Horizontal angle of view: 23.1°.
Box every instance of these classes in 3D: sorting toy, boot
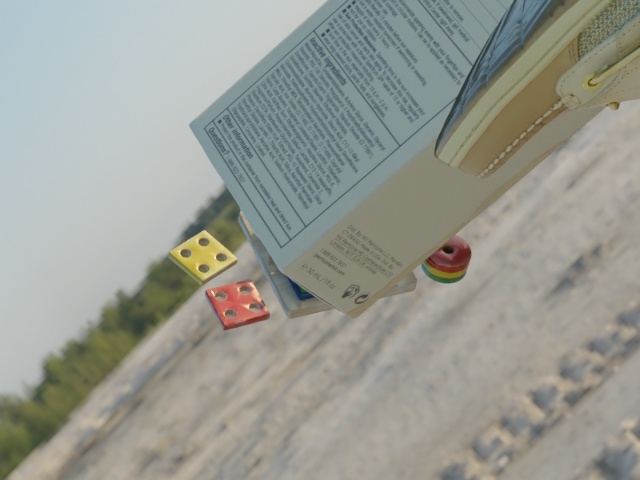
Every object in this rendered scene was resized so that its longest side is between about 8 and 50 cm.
[{"bbox_3d":[0.000,0.000,1.467,0.274,0.132,0.046,-12,-40,-21],"label":"sorting toy"},{"bbox_3d":[0.198,-0.078,0.772,0.262,0.203,0.095,-47,14,37],"label":"boot"}]

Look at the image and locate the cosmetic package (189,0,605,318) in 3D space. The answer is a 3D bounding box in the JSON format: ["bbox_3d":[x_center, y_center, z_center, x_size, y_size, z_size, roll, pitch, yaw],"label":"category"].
[{"bbox_3d":[0.078,-0.111,1.081,0.309,0.160,0.113,-39,-35,10],"label":"cosmetic package"}]
